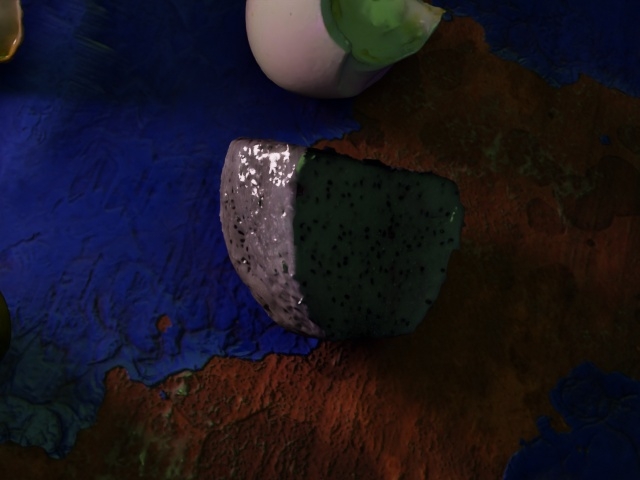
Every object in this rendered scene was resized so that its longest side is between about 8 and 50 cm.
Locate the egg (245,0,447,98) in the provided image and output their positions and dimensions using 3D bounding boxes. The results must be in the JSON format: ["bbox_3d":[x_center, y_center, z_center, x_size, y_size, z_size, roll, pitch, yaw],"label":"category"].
[{"bbox_3d":[0.005,-0.263,1.596,0.206,0.161,0.271,27,16,33],"label":"egg"}]

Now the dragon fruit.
[{"bbox_3d":[0.000,0.000,1.444,0.283,0.204,0.221,6,89,-41],"label":"dragon fruit"}]

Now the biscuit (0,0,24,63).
[{"bbox_3d":[-0.531,-0.408,1.417,0.446,0.104,0.429,-5,107,-15],"label":"biscuit"}]

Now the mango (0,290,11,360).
[{"bbox_3d":[-0.450,0.062,1.283,0.255,0.139,0.175,5,64,-25],"label":"mango"}]
